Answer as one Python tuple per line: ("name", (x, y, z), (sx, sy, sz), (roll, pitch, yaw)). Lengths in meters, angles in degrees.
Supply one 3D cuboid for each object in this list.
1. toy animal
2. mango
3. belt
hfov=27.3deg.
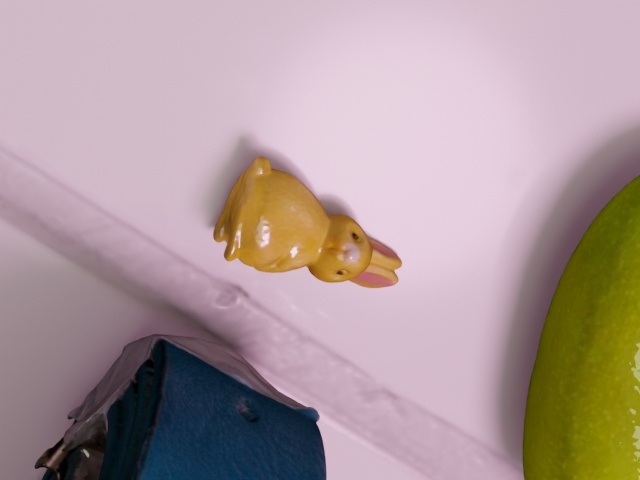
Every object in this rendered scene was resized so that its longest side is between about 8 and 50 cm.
("toy animal", (0.002, -0.002, 1.044), (0.159, 0.070, 0.083), (22, 103, -21))
("mango", (0.271, 0.100, 1.073), (0.192, 0.156, 0.343), (4, 107, -12))
("belt", (-0.131, 0.259, 0.922), (0.173, 0.437, 0.300), (28, 129, -19))
